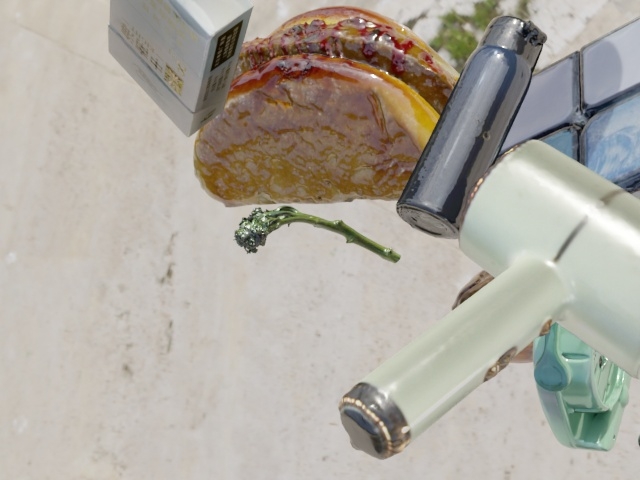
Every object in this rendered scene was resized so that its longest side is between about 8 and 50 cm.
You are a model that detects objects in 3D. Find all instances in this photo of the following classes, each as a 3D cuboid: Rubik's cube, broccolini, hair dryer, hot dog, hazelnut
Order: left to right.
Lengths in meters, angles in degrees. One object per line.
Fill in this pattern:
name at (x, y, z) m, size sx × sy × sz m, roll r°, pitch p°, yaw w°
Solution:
broccolini at (0.000, -0.008, 1.017) m, size 0.054 × 0.194 × 0.052 m, roll 169°, pitch 105°, yaw -66°
hot dog at (0.010, -0.174, 1.255) m, size 0.405 × 0.185 × 0.223 m, roll 0°, pitch 117°, yaw 30°
hair dryer at (0.144, 0.068, 0.791) m, size 0.203 × 0.362 × 0.128 m, roll 38°, pitch 145°, yaw 29°
hazelnut at (0.310, 0.121, 1.612) m, size 0.182 × 0.182 × 0.182 m, roll -13°, pitch 69°, yaw 36°
Rubik's cube at (0.448, -0.081, 1.384) m, size 0.316 × 0.313 × 0.318 m, roll -25°, pitch 39°, yaw 39°

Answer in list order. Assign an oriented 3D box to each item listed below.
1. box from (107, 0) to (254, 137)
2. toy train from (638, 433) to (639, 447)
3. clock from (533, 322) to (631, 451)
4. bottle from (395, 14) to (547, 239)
box at (-0.164, -0.234, 1.107) m, size 0.067 × 0.243 × 0.155 m, roll -39°, pitch 82°, yaw -22°
toy train at (0.677, 0.366, 1.768) m, size 0.198 × 0.154 × 0.107 m, roll -2°, pitch 103°, yaw 60°
clock at (0.276, 0.111, 1.049) m, size 0.066 × 0.211 × 0.159 m, roll 0°, pitch 47°, yaw 33°
bottle at (0.157, -0.120, 1.014) m, size 0.244 × 0.072 × 0.082 m, roll -63°, pitch 22°, yaw -15°
